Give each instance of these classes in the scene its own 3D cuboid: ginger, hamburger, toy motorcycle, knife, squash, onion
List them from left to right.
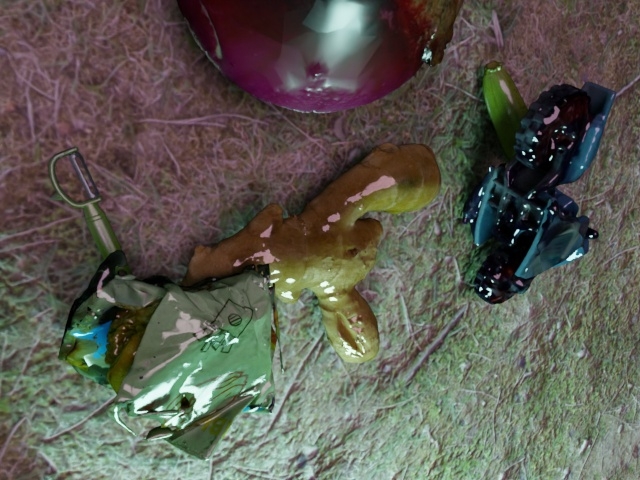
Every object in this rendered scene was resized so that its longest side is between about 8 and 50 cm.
[{"bbox_3d":[-0.285,-0.009,0.642,0.054,0.015,0.212,-26,111,-19],"label":"knife"},{"bbox_3d":[-0.170,0.153,0.613,0.276,0.150,0.260,4,127,-20],"label":"hamburger"},{"bbox_3d":[0.014,-0.007,0.736,0.348,0.122,0.363,19,102,-37],"label":"ginger"},{"bbox_3d":[0.016,-0.300,0.528,0.348,0.385,0.348,-3,108,-10],"label":"onion"},{"bbox_3d":[0.330,-0.214,0.880,0.066,0.066,0.201,-37,114,-15],"label":"squash"},{"bbox_3d":[0.380,-0.070,0.863,0.232,0.172,0.416,-20,131,-24],"label":"toy motorcycle"}]
